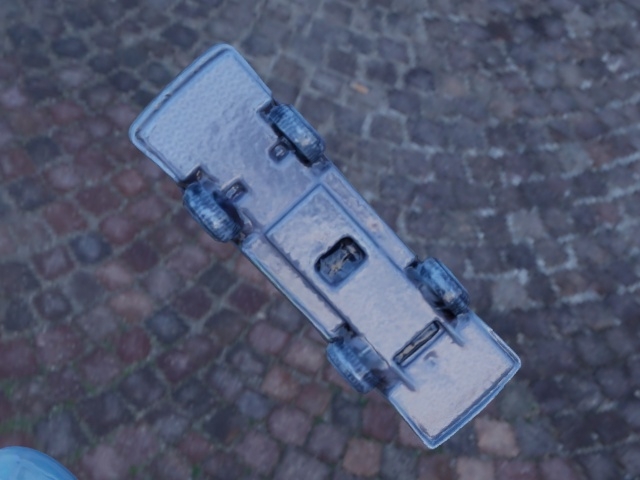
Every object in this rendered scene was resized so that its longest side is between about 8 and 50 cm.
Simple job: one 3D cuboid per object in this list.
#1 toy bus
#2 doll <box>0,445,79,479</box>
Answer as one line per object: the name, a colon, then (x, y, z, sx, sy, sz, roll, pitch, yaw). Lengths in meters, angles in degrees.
toy bus: (0.000, 0.000, 1.003, 0.330, 0.109, 0.136, 47, 1, -16)
doll: (-0.050, 0.275, 0.605, 0.376, 0.366, 0.187, 4, 27, -2)
